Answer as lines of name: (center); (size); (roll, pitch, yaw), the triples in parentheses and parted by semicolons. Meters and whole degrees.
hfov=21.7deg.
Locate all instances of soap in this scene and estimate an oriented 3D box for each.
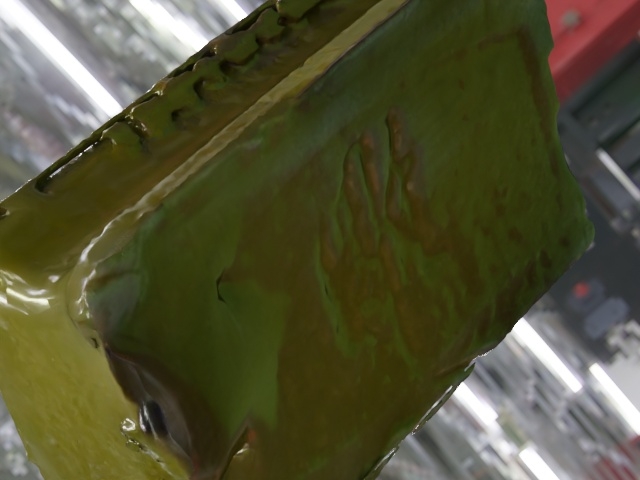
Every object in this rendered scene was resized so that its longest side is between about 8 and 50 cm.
soap: (-0.001, 0.000, 0.548); (0.076, 0.233, 0.135); (7, 127, 38)
